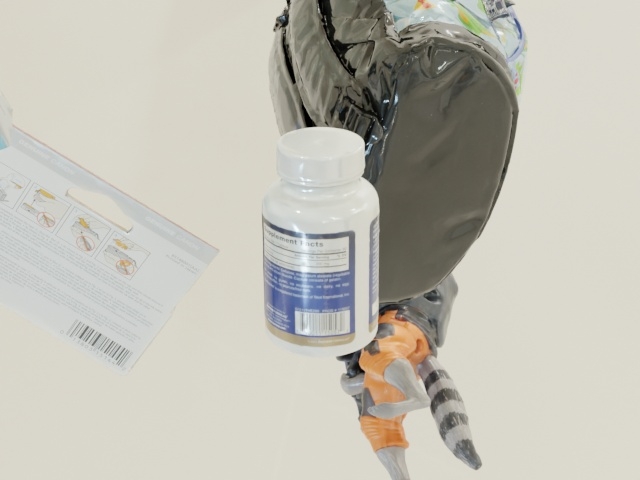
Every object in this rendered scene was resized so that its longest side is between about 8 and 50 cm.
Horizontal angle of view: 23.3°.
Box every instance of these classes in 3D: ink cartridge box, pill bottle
[{"bbox_3d":[-0.300,0.002,1.901,0.296,0.261,0.066,32,35,-11],"label":"ink cartridge box"},{"bbox_3d":[0.000,0.000,0.883,0.067,0.120,0.067,0,25,0],"label":"pill bottle"}]

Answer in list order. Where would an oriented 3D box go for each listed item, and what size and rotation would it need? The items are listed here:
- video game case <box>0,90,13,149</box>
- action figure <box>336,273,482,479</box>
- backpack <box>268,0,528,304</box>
[{"bbox_3d":[-0.412,-0.137,1.203,0.269,0.244,0.061,-18,40,5],"label":"video game case"},{"bbox_3d":[0.098,0.141,1.759,0.178,0.341,0.330,-4,47,10],"label":"action figure"},{"bbox_3d":[0.066,-0.156,1.476,0.273,0.290,0.355,-5,39,-27],"label":"backpack"}]
